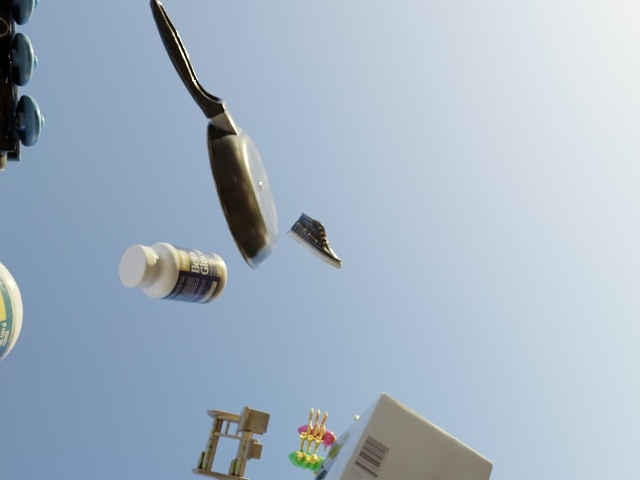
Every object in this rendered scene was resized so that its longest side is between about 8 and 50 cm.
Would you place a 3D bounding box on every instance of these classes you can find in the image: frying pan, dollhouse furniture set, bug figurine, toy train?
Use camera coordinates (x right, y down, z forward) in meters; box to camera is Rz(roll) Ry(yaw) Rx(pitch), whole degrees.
[{"bbox_3d":[-0.113,-0.123,0.713,0.197,0.053,0.326,-75,-30,-81],"label":"frying pan"},{"bbox_3d":[-0.165,0.384,0.970,0.101,0.161,0.182,15,-118,-8],"label":"dollhouse furniture set"},{"bbox_3d":[0.043,0.476,1.259,0.279,0.216,0.072,-59,-12,-77],"label":"bug figurine"},{"bbox_3d":[-0.281,-0.145,0.459,0.080,0.105,0.184,-7,-80,-47],"label":"toy train"}]

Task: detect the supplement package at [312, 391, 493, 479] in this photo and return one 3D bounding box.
[{"bbox_3d":[0.094,0.411,0.882,0.198,0.263,0.199,32,-128,6],"label":"supplement package"}]

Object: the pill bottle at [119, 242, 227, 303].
[{"bbox_3d":[-0.249,0.055,0.967,0.169,0.094,0.094,16,-103,-53],"label":"pill bottle"}]

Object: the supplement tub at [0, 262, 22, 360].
[{"bbox_3d":[-0.416,0.085,0.550,0.199,0.144,0.144,-25,-71,-75],"label":"supplement tub"}]

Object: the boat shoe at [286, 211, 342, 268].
[{"bbox_3d":[0.000,0.000,1.578,0.083,0.183,0.065,-55,-8,3],"label":"boat shoe"}]
